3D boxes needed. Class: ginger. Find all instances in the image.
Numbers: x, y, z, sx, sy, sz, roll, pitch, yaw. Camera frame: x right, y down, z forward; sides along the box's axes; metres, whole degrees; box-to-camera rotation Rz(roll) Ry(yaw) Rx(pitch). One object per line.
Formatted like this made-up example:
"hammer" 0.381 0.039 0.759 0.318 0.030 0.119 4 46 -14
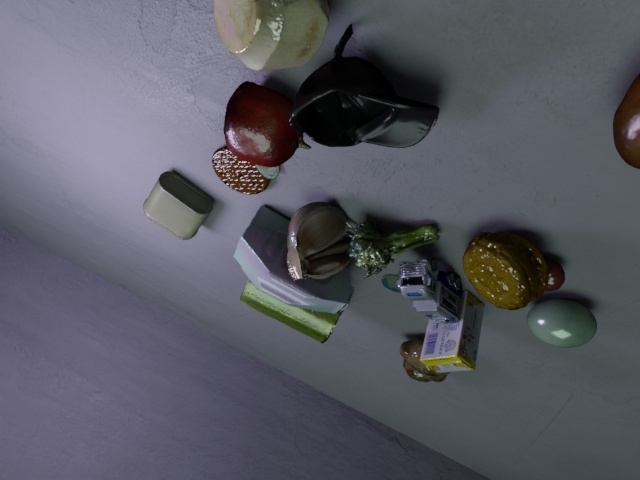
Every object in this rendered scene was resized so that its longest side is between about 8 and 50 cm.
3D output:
"ginger" 0.476 0.546 1.900 0.244 0.156 0.304 7 150 14

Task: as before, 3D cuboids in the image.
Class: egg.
"egg" 0.750 0.258 1.323 0.192 0.150 0.149 -5 135 35

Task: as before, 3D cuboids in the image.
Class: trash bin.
"trash bin" -0.569 -0.134 1.692 0.243 0.121 0.247 37 142 -15

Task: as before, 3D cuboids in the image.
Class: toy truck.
"toy truck" 0.363 0.167 1.400 0.124 0.156 0.267 -10 151 40

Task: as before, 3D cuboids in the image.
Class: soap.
"soap" -0.088 0.093 1.550 0.445 0.262 0.156 30 143 -4

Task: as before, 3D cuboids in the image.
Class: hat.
"hat" 0.101 -0.343 0.977 0.335 0.209 0.238 1 163 4

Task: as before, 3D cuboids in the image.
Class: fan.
"fan" 0.290 0.150 1.605 0.113 0.005 0.175 19 147 11

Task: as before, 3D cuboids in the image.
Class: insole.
"insole" -0.188 -0.287 1.315 0.080 0.003 0.232 -15 130 13

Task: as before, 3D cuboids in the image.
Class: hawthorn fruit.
"hawthorn fruit" -0.138 -0.297 1.135 0.249 0.215 0.215 19 145 3
"hawthorn fruit" 0.635 -0.240 0.724 0.207 0.208 0.249 11 127 21

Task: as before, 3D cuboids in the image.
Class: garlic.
"garlic" 0.000 0.000 1.416 0.237 0.291 0.210 50 156 8

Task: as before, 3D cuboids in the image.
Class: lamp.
"lamp" 0.656 0.099 1.228 0.101 0.090 0.101 50 154 35

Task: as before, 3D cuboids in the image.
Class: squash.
"squash" -0.101 0.218 1.725 0.384 0.263 0.263 28 146 -4

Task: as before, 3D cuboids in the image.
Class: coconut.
"coconut" -0.089 -0.470 0.862 0.240 0.241 0.241 17 145 13

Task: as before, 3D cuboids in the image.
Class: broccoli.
"broccoli" 0.212 0.006 1.317 0.274 0.198 0.177 -19 81 38

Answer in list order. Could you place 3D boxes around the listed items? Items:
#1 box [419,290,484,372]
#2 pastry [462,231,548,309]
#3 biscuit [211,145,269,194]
"box" 0.467 0.323 1.493 0.097 0.265 0.168 38 142 -20
"pastry" 0.512 0.087 1.216 0.235 0.132 0.240 -4 114 61
"biscuit" -0.268 -0.237 1.430 0.211 0.036 0.212 15 144 11
